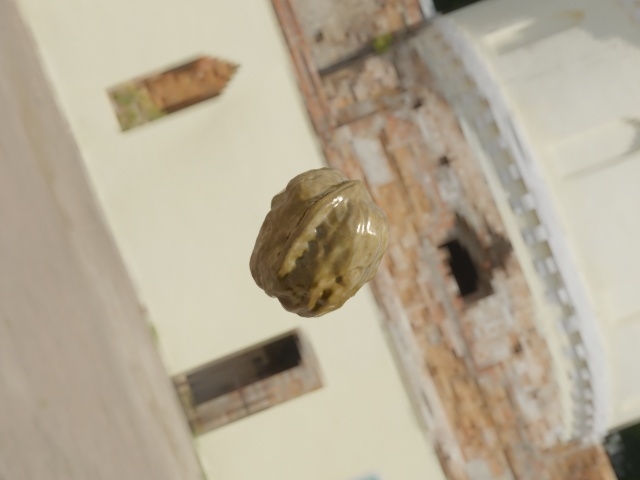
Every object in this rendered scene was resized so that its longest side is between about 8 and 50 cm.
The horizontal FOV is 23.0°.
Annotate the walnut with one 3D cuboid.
[{"bbox_3d":[0.000,0.000,0.981,0.079,0.096,0.082,43,25,22],"label":"walnut"}]
